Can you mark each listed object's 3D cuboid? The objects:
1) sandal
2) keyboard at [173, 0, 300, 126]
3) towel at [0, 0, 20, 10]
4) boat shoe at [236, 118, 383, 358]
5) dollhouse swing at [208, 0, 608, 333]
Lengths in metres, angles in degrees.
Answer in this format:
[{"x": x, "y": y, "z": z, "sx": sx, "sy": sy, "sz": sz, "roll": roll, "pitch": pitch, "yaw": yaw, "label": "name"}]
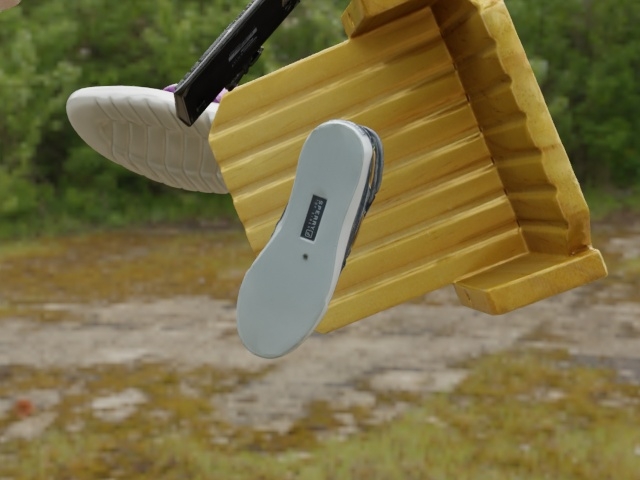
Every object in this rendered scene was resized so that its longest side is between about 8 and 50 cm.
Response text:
[{"x": -0.106, "y": -0.136, "z": 1.758, "sx": 0.416, "sy": 0.102, "sz": 0.169, "roll": 9, "pitch": -35, "yaw": 15, "label": "sandal"}, {"x": -0.083, "y": -0.192, "z": 1.424, "sx": 0.023, "sy": 0.180, "sz": 0.108, "roll": 37, "pitch": -14, "yaw": 13, "label": "keyboard"}, {"x": -0.288, "y": -0.281, "z": 1.171, "sx": 0.332, "sy": 0.053, "sz": 0.317, "roll": -25, "pitch": -14, "yaw": 18, "label": "towel"}, {"x": 0.000, "y": 0.000, "z": 1.055, "sx": 0.065, "sy": 0.183, "sz": 0.083, "roll": 25, "pitch": 10, "yaw": 13, "label": "boat shoe"}, {"x": 0.062, "y": -0.072, "z": 1.484, "sx": 0.305, "sy": 0.346, "sz": 0.315, "roll": -22, "pitch": 3, "yaw": -3, "label": "dollhouse swing"}]
